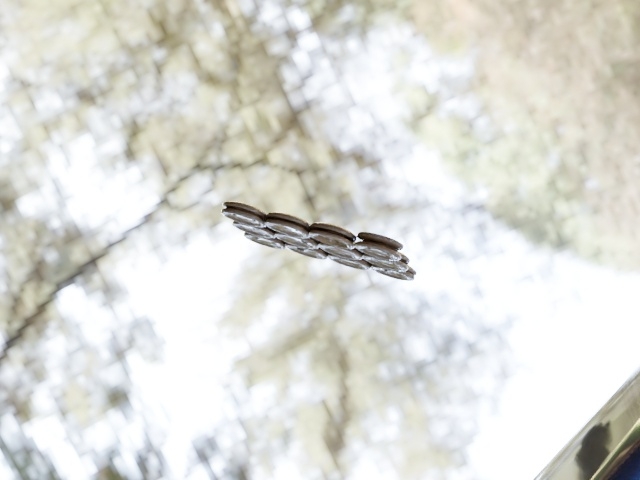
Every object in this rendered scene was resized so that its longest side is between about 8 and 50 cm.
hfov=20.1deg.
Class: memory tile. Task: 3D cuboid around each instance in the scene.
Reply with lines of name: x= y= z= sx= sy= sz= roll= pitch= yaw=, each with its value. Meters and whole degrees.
memory tile: x=0.000 y=0.000 z=1.405 sx=0.148 sy=0.012 sz=0.113 roll=14 pitch=170 yaw=16

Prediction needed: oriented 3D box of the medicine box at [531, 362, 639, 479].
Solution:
medicine box: x=0.279 y=0.125 z=0.781 sx=0.263 sy=0.289 sz=0.149 roll=-50 pitch=180 yaw=9
